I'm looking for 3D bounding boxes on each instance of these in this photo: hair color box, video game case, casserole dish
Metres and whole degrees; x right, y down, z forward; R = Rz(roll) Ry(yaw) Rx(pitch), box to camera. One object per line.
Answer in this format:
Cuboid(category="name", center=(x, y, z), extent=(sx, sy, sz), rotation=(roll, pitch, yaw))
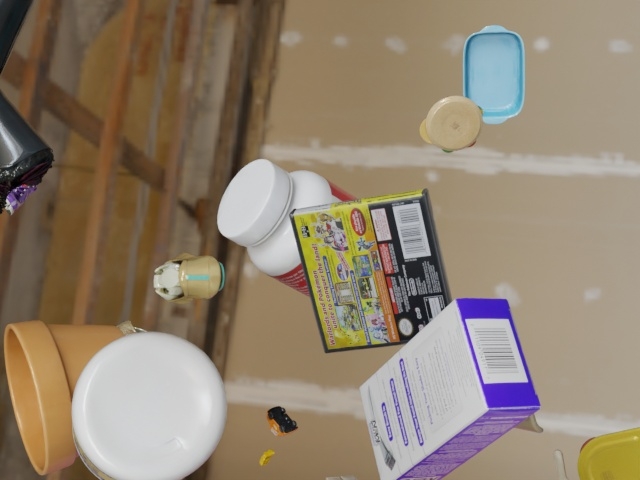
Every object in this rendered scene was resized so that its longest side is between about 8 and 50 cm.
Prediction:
Cuboid(category="hair color box", center=(0.195, 0.248, 1.847), extent=(0.339, 0.110, 0.185), rotation=(-49, 46, 49))
Cuboid(category="video game case", center=(0.095, 0.057, 2.048), extent=(0.035, 0.248, 0.274), rotation=(-54, -47, -65))
Cuboid(category="casserole dish", center=(0.324, -0.312, 2.183), extent=(0.037, 0.114, 0.188), rotation=(-74, -18, -67))

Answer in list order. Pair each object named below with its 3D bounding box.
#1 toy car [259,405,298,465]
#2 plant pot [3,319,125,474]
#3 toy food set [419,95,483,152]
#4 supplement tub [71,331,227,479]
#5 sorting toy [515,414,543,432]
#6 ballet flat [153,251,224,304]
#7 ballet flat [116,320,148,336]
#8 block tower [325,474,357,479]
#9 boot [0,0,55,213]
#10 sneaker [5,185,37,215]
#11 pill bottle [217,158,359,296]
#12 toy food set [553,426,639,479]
Cuboid(category="toy car", center=(-0.088, 0.334, 1.985), extent=(0.122, 0.060, 0.040), rotation=(-41, -18, -52))
Cuboid(category="plant pot", center=(-0.467, 0.282, 2.228), extent=(0.291, 0.204, 0.290), rotation=(38, 133, 56))
Cuboid(category="toy food set", center=(0.186, -0.162, 1.622), extent=(0.083, 0.083, 0.020), rotation=(-61, 14, 19))
Cuboid(category="supplement tub", center=(-0.290, 0.292, 1.932), extent=(0.331, 0.241, 0.241), rotation=(128, 153, -71))
Cuboid(category="sorting toy", center=(0.284, 0.225, 2.098), extent=(0.307, 0.041, 0.229), rotation=(-5, 106, 67))
Cuboid(category="ballet flat", center=(-0.210, 0.054, 1.725), extent=(0.232, 0.073, 0.080), rotation=(162, 105, -66))
Cuboid(category="ballet flat", center=(-0.349, 0.241, 2.442), extent=(0.067, 0.206, 0.073), rotation=(-49, -1, -27))
Cuboid(category="block tower", center=(0.097, 0.506, 1.869), extent=(0.091, 0.335, 0.097), rotation=(3, -71, -35))
Cuboid(category="boot", center=(-0.369, -0.170, 1.353), extent=(0.246, 0.207, 0.094), rotation=(-44, -13, 13))
Cuboid(category="sneaker", center=(-0.611, -0.107, 2.363), extent=(0.170, 0.071, 0.068), rotation=(-97, -19, -68))
Cuboid(category="pill bottle", center=(0.000, 0.000, 2.382), extent=(0.408, 0.229, 0.229), rotation=(30, -120, -33))
Cuboid(category="toy food set", center=(0.474, 0.343, 1.806), extent=(0.071, 0.218, 0.128), rotation=(-35, -75, -58))
